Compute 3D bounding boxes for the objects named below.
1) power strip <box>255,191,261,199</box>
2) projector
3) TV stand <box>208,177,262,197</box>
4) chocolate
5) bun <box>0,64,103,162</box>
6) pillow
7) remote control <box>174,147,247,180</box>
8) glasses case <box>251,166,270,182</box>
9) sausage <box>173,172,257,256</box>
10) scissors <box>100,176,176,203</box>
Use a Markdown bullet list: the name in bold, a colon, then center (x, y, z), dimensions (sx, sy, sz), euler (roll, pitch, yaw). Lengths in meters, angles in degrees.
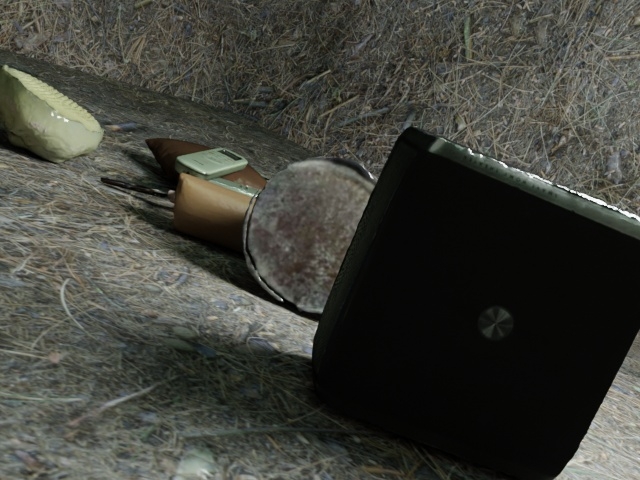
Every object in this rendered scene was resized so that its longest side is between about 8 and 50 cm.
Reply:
- **power strip**: center (-0.104, -0.039, 1.916), dimensions (0.154, 0.078, 0.154), euler (38, 5, -4)
- **projector**: center (0.227, 0.089, 1.221), dimensions (0.395, 0.405, 0.242), euler (21, 10, -7)
- **TV stand**: center (-0.200, -0.090, 2.023), dimensions (0.270, 0.088, 0.083), euler (18, 12, -25)
- **chocolate**: center (0.000, 0.000, 1.630), dimensions (0.303, 0.303, 0.213), euler (23, -6, -1)
- **bun**: center (-0.629, -0.270, 1.880), dimensions (0.287, 0.146, 0.287), euler (37, 6, -5)
- **pillow**: center (-0.284, -0.174, 2.192), dimensions (0.306, 0.108, 0.308), euler (15, 15, -30)
- **remote control**: center (-0.256, -0.182, 1.998), dimensions (0.090, 0.038, 0.309), euler (26, 16, 9)
- **glasses case**: center (-0.170, -0.152, 2.437), dimensions (0.095, 0.062, 0.272), euler (13, 15, -43)
- **sausage**: center (-0.193, -0.046, 1.746), dimensions (0.253, 0.123, 0.123), euler (20, 12, -15)
- **scissors**: center (-0.334, -0.096, 1.855), dimensions (0.318, 0.024, 0.160), euler (13, -16, 2)
